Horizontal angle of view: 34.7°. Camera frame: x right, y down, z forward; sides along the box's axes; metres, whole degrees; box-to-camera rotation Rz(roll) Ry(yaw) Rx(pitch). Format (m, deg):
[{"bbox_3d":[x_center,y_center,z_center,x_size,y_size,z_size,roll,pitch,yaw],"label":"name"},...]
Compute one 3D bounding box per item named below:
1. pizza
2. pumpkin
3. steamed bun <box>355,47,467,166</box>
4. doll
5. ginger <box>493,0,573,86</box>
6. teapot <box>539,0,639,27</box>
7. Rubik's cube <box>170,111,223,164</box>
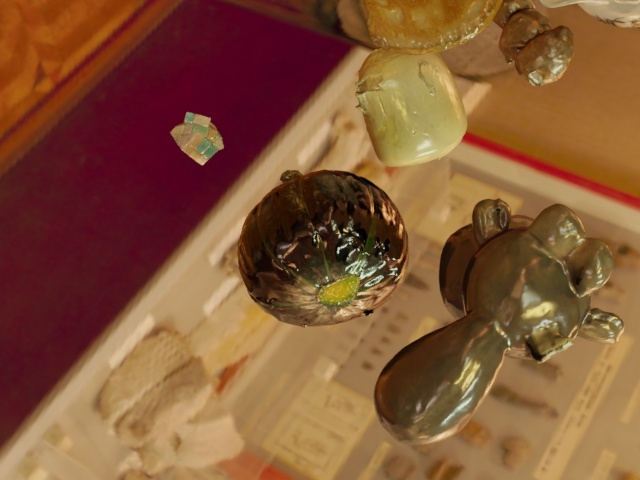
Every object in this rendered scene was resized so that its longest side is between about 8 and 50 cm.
[{"bbox_3d":[0.124,-0.355,1.419,0.181,0.262,0.034,-35,152,4],"label":"pizza"},{"bbox_3d":[0.000,0.000,1.744,0.296,0.296,0.295,-44,147,-38],"label":"pumpkin"},{"bbox_3d":[0.182,-0.268,1.966,0.273,0.166,0.232,-38,117,-62],"label":"steamed bun"},{"bbox_3d":[0.211,0.098,1.421,0.379,0.252,0.382,-27,173,-4],"label":"doll"},{"bbox_3d":[0.329,-0.320,1.608,0.080,0.204,0.104,24,117,-32],"label":"ginger"},{"bbox_3d":[0.498,-0.443,1.589,0.166,0.300,0.208,-20,94,-50],"label":"teapot"},{"bbox_3d":[-0.215,-0.189,1.814,0.073,0.084,0.075,-42,155,11],"label":"Rubik's cube"}]
